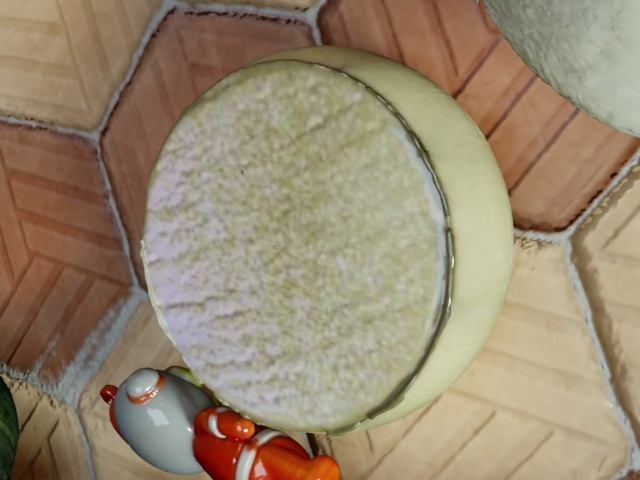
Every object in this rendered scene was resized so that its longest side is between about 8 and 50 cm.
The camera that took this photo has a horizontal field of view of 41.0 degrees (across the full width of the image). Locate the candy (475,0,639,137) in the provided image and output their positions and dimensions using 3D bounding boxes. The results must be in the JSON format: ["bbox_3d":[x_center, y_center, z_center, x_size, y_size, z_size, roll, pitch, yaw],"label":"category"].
[{"bbox_3d":[0.209,-0.179,0.424,0.295,0.185,0.296,-1,88,31],"label":"candy"}]

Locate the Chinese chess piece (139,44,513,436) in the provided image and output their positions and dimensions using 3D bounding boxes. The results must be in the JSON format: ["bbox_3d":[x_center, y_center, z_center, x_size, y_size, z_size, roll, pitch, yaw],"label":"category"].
[{"bbox_3d":[0.000,0.000,0.605,0.269,0.112,0.270,3,96,31],"label":"Chinese chess piece"}]

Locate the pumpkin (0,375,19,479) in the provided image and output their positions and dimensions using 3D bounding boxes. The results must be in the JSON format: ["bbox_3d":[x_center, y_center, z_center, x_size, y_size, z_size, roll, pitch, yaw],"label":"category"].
[{"bbox_3d":[-0.426,0.215,0.780,0.300,0.207,0.300,-18,42,17],"label":"pumpkin"}]

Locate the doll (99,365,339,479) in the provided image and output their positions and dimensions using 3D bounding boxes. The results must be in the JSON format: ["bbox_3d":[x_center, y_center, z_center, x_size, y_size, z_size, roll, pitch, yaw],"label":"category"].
[{"bbox_3d":[-0.086,0.160,0.679,0.245,0.076,0.142,18,144,34],"label":"doll"}]
